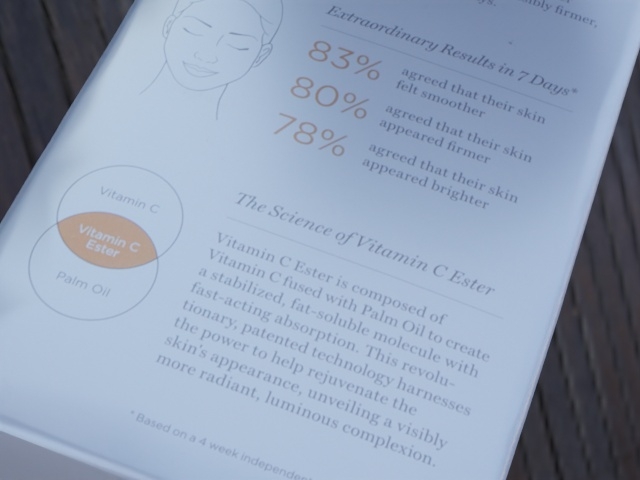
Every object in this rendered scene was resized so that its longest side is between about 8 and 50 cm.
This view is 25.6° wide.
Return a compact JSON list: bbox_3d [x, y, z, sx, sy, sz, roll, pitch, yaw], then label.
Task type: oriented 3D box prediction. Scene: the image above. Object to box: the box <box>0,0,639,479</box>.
[{"bbox_3d":[0.000,0.000,0.639,0.168,0.215,0.345,100,12,-57],"label":"box"}]
